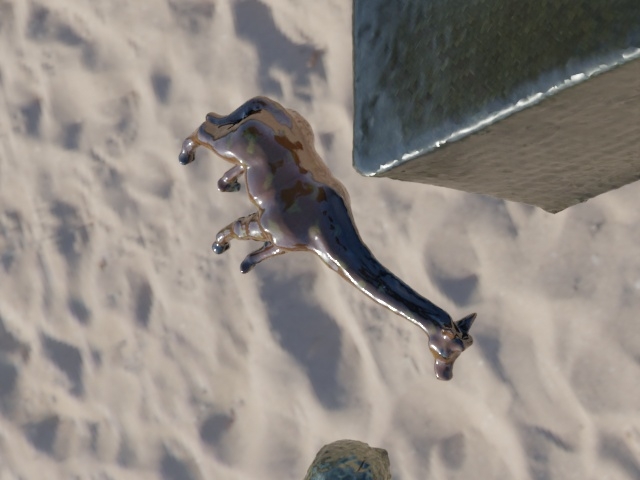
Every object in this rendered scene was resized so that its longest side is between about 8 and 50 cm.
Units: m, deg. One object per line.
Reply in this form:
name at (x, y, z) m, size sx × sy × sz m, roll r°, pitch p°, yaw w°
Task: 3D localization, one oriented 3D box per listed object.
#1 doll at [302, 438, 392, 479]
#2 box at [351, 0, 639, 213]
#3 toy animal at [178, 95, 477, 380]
doll at (-0.042, 0.309, 1.325) m, size 0.091 × 0.286 × 0.202 m, roll 48°, pitch 142°, yaw -4°
box at (0.144, -0.138, 0.700) m, size 0.273 × 0.143 × 0.184 m, roll -23°, pitch 63°, yaw 54°
toy animal at (0.000, 0.000, 0.971) m, size 0.229 × 0.066 × 0.224 m, roll -12°, pitch 97°, yaw 50°
